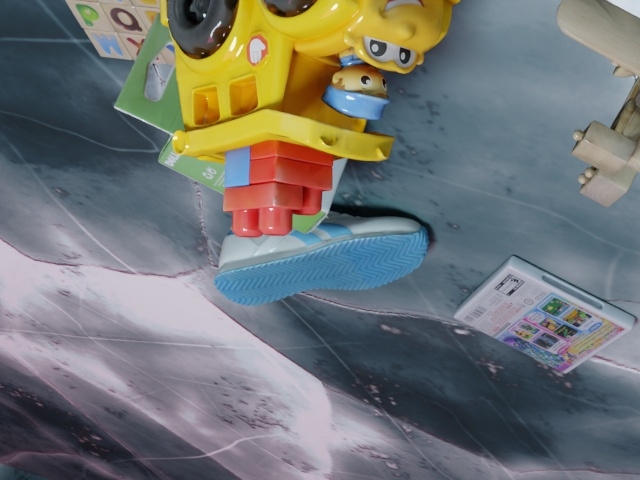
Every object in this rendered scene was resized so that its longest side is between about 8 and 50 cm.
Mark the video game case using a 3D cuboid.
[{"bbox_3d":[0.231,0.081,1.310,0.143,0.019,0.157,26,152,-4],"label":"video game case"}]

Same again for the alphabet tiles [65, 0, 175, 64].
[{"bbox_3d":[-0.139,-0.218,1.091,0.237,0.009,0.198,11,150,27],"label":"alphabet tiles"}]

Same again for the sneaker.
[{"bbox_3d":[0.000,0.000,1.290,0.228,0.092,0.087,-8,141,17],"label":"sneaker"}]

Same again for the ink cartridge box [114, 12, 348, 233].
[{"bbox_3d":[-0.077,-0.103,1.118,0.209,0.109,0.062,26,155,-11],"label":"ink cartridge box"}]

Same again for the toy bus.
[{"bbox_3d":[-0.010,-0.109,0.915,0.149,0.211,0.220,9,167,-43],"label":"toy bus"}]

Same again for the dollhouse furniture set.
[{"bbox_3d":[0.195,-0.128,0.855,0.123,0.144,0.151,29,168,3],"label":"dollhouse furniture set"}]
